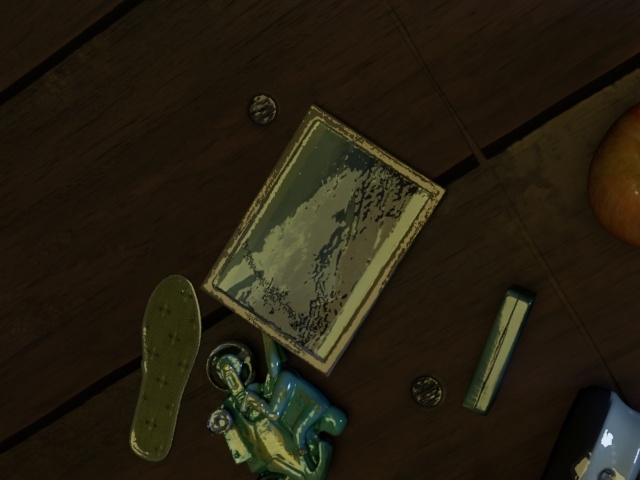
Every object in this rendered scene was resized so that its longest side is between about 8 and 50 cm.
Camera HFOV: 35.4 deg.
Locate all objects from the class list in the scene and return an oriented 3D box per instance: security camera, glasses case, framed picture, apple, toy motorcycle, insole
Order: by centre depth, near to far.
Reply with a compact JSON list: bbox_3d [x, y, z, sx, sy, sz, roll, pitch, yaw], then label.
[{"bbox_3d":[0.451,-0.080,1.301,0.209,0.164,0.210,-11,67,26],"label":"apple"},{"bbox_3d":[0.446,0.334,1.342,0.277,0.191,0.197,24,101,13],"label":"security camera"},{"bbox_3d":[0.257,0.157,1.440,0.039,0.078,0.184,22,102,15],"label":"glasses case"},{"bbox_3d":[0.000,0.000,1.512,0.247,0.022,0.335,34,97,12],"label":"framed picture"},{"bbox_3d":[-0.066,0.277,1.539,0.198,0.109,0.297,-26,81,7],"label":"toy motorcycle"},{"bbox_3d":[-0.257,0.211,1.646,0.109,0.007,0.322,16,99,16],"label":"insole"}]
